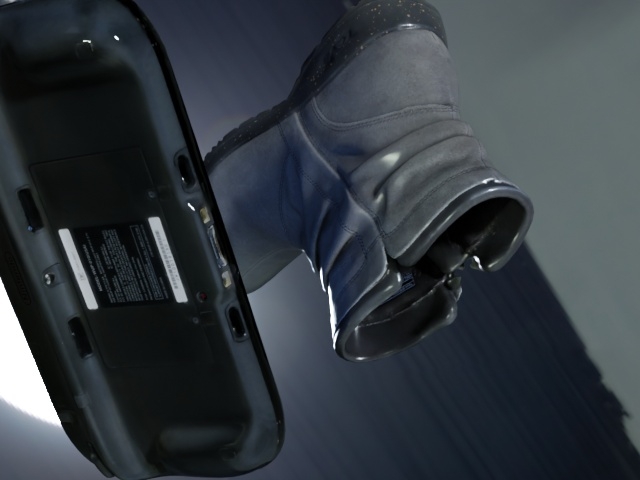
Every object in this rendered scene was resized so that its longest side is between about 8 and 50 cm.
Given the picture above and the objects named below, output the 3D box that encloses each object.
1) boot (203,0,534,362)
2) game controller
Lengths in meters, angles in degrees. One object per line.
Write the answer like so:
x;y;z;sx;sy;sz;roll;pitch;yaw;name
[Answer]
0.000;0.000;0.784;0.118;0.223;0.338;9;-41;-30;boot
-0.128;0.010;0.642;0.166;0.319;0.067;-9;20;21;game controller
